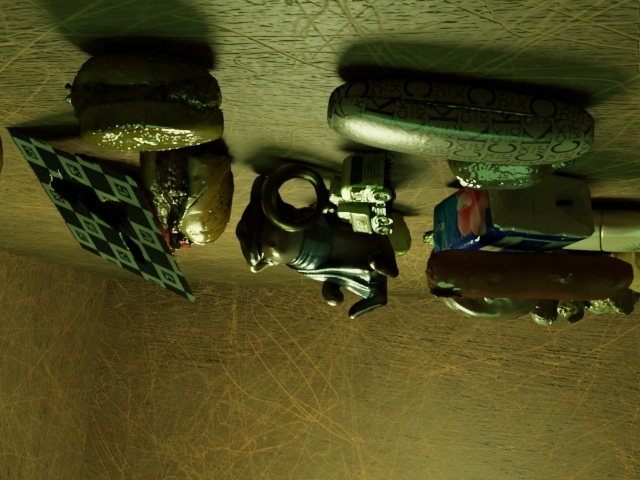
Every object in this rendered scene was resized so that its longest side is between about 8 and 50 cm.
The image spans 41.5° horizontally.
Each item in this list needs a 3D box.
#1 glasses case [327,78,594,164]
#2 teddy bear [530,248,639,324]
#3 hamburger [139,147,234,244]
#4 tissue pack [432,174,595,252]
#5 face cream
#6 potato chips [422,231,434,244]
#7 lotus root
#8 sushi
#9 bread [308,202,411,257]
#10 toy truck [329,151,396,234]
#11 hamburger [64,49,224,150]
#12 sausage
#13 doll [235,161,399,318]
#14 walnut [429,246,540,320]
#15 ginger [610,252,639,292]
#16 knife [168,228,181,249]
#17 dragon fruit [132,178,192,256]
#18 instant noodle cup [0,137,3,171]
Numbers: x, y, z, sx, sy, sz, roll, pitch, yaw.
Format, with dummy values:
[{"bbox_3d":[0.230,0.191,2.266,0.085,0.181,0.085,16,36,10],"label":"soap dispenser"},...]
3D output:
[{"bbox_3d":[0.185,-0.156,1.130,0.354,0.085,0.137,6,169,-2],"label":"glasses case"},{"bbox_3d":[0.682,0.111,2.151,0.256,0.267,0.156,15,132,18],"label":"teddy bear"},{"bbox_3d":[-0.247,-0.090,1.575,0.155,0.245,0.282,5,-156,2],"label":"hamburger"},{"bbox_3d":[0.350,-0.044,1.570,0.209,0.137,0.269,6,167,-12],"label":"tissue pack"},{"bbox_3d":[0.645,-0.018,1.673,0.348,0.081,0.173,2,170,20],"label":"face cream"},{"bbox_3d":[0.324,-0.006,2.111,0.091,0.028,0.207,9,172,-24],"label":"potato chips"},{"bbox_3d":[0.286,-0.122,1.275,0.192,0.088,0.113,1,163,25],"label":"lotus root"},{"bbox_3d":[-0.398,-0.063,1.632,0.343,0.064,0.359,21,148,29],"label":"sushi"},{"bbox_3d":[0.080,-0.012,1.952,0.257,0.124,0.186,3,170,10],"label":"bread"},{"bbox_3d":[0.075,-0.082,1.523,0.116,0.085,0.191,1,154,8],"label":"toy truck"},{"bbox_3d":[-0.221,-0.185,1.126,0.215,0.122,0.189,-2,175,21],"label":"hamburger"},{"bbox_3d":[0.386,0.065,1.534,0.418,0.094,0.094,3,-153,-20],"label":"sausage"},{"bbox_3d":[0.001,0.002,1.692,0.339,0.318,0.209,13,-160,-9],"label":"doll"},{"bbox_3d":[0.377,0.065,1.912,0.273,0.227,0.273,11,173,1],"label":"walnut"},{"bbox_3d":[0.760,0.056,1.903,0.189,0.126,0.354,25,177,12],"label":"ginger"},{"bbox_3d":[-0.307,-0.066,1.707,0.054,0.212,0.015,19,132,-34],"label":"knife"},{"bbox_3d":[-0.387,-0.038,1.886,0.268,0.210,0.205,21,-158,-44],"label":"dragon fruit"},{"bbox_3d":[-0.652,-0.146,1.388,0.230,0.230,0.182,1,179,27],"label":"instant noodle cup"}]
